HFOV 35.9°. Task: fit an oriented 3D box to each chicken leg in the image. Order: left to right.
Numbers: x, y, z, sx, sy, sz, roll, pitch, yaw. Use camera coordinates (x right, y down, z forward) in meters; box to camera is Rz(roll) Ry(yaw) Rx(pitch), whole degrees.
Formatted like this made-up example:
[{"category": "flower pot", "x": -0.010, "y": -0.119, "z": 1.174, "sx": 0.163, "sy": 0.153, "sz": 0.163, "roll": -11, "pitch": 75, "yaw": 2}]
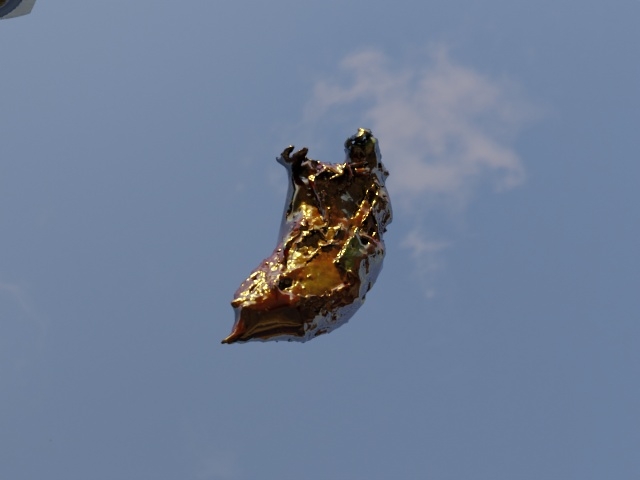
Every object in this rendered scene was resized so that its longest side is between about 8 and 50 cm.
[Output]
[{"category": "chicken leg", "x": 0.000, "y": 0.000, "z": 0.751, "sx": 0.105, "sy": 0.063, "sz": 0.233, "roll": 18, "pitch": -127, "yaw": -3}]

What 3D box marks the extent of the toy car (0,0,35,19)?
[{"category": "toy car", "x": -0.380, "y": -0.255, "z": 0.782, "sx": 0.301, "sy": 0.118, "sz": 0.193, "roll": -13, "pitch": -114, "yaw": -39}]
